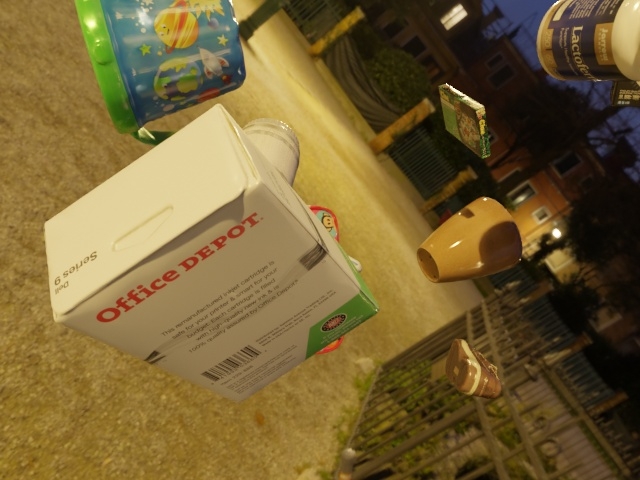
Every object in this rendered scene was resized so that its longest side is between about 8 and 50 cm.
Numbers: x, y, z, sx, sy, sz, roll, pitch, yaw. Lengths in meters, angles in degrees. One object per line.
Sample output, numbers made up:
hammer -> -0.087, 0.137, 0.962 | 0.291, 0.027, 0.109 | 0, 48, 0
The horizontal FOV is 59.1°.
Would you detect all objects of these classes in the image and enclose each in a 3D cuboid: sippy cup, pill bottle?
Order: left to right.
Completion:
sippy cup -> -0.245, -0.308, 0.907 | 0.305, 0.224, 0.240 | 126, -53, -76
pill bottle -> 0.515, -0.350, 0.961 | 0.153, 0.153, 0.264 | 47, -5, -25

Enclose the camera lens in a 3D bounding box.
camera lens -> -0.183, -0.217, 1.727 | 0.219, 0.219, 0.274 | 45, 37, -29

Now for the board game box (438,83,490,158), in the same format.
board game box -> 0.384, -0.326, 1.518 | 0.260, 0.030, 0.136 | -110, 180, -60

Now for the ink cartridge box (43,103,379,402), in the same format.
ink cartridge box -> -0.094, 0.034, 0.583 | 0.289, 0.211, 0.121 | 50, 9, -52

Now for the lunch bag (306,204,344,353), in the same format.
lunch bag -> -0.090, 0.079, 1.086 | 0.120, 0.258, 0.293 | 160, -71, -77

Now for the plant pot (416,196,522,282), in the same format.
plant pot -> 0.428, 0.026, 1.703 | 0.237, 0.254, 0.237 | 56, -18, 29

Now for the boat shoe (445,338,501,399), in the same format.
boat shoe -> 0.347, 0.298, 1.278 | 0.095, 0.095, 0.257 | 19, 9, 3

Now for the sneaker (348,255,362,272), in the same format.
sneaker -> 0.000, 0.000, 1.372 | 0.240, 0.126, 0.091 | 20, -18, -14

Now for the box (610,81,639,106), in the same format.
box -> 0.876, -0.432, 1.487 | 0.077, 0.180, 0.147 | -59, 151, -49
